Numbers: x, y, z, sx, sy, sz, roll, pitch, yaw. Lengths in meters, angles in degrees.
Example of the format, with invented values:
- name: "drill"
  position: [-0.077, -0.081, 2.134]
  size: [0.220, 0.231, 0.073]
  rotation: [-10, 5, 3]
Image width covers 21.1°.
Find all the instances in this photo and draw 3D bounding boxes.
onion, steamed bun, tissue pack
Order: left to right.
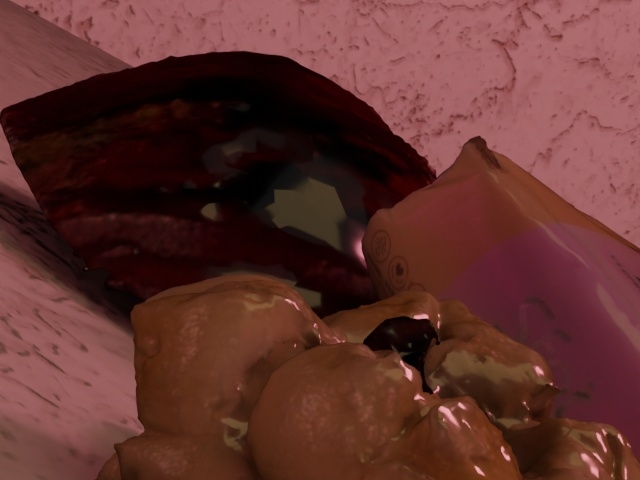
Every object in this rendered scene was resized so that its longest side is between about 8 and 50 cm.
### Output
- name: "onion"
  position: [0.000, 0.000, 0.930]
  size: [0.314, 0.146, 0.280]
  rotation: [32, 8, -36]
- name: "steamed bun"
  position: [0.021, 0.070, 0.576]
  size: [0.192, 0.106, 0.177]
  rotation: [33, 4, 41]
- name: "tissue pack"
  position: [0.150, 0.093, 0.802]
  size: [0.215, 0.123, 0.256]
  rotation: [30, 19, -47]
